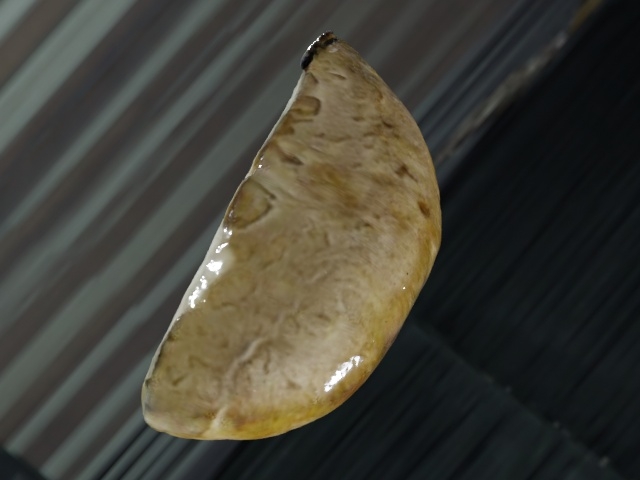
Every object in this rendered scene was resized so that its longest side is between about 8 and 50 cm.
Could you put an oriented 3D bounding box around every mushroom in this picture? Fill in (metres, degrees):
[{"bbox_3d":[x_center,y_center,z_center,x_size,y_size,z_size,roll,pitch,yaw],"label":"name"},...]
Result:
[{"bbox_3d":[0.001,-0.002,0.663,0.094,0.210,0.072,31,-34,-1],"label":"mushroom"}]
